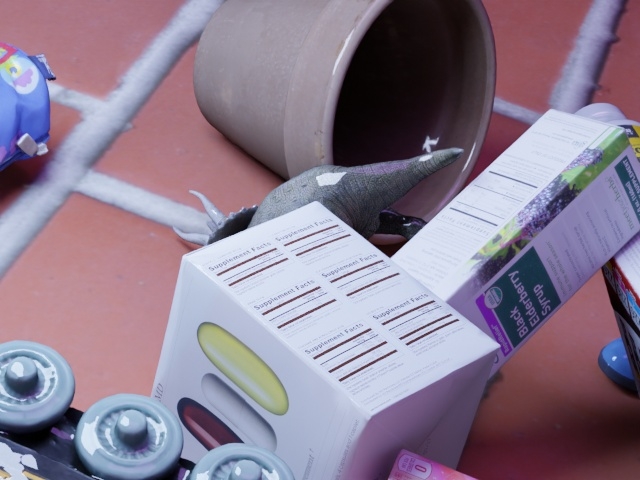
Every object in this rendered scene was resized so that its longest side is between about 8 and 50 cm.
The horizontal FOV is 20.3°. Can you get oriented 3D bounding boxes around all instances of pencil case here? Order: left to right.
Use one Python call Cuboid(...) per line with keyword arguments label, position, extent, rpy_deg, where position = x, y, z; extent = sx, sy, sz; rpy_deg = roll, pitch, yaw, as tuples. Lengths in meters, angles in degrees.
Cuboid(label="pencil case", position=(-0.351, -0.071, 1.550), extent=(0.133, 0.119, 0.306), rpy_deg=(34, 38, 9))

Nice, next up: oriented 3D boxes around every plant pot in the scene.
Cuboid(label="plant pot", position=(0.004, -0.151, 1.719), extent=(0.229, 0.263, 0.263), rpy_deg=(21, 32, 36))

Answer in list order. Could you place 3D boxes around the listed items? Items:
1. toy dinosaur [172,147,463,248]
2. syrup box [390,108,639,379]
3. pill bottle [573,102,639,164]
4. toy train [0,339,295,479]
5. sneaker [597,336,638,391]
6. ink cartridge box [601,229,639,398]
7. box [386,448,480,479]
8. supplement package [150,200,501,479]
Cuboid(label="toy dinosaur", position=(0.000, 0.000, 1.525), extent=(0.160, 0.313, 0.121), rpy_deg=(29, 58, -21))
Cuboid(label="syrup box", position=(0.156, 0.007, 1.455), extent=(0.237, 0.093, 0.096), rpy_deg=(-43, 34, -18))
Cuboid(label="pill bottle", position=(0.309, -0.058, 1.810), extent=(0.103, 0.103, 0.184), rpy_deg=(1, 38, -20))
Cuboid(label="toy train", position=(-0.163, 0.205, 1.249), extent=(0.334, 0.142, 0.190), rpy_deg=(24, 48, 7))
Cuboid(label="sneaker", position=(0.354, 0.091, 1.647), extent=(0.209, 0.082, 0.069), rpy_deg=(-1, 41, -21))
Cuboid(label="ink cartridge box", position=(0.356, 0.146, 1.452), extent=(0.130, 0.272, 0.309), rpy_deg=(-22, 31, 0))
Cuboid(label="box", position=(0.068, 0.302, 1.190), extent=(0.154, 0.142, 0.300), rpy_deg=(22, 36, 6))
Cuboid(label="supplement package", position=(-0.005, 0.117, 1.367), extent=(0.149, 0.194, 0.203), rpy_deg=(-23, 50, -41))
